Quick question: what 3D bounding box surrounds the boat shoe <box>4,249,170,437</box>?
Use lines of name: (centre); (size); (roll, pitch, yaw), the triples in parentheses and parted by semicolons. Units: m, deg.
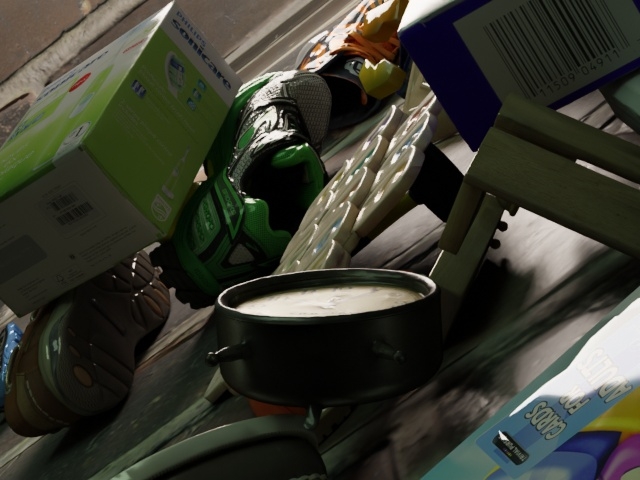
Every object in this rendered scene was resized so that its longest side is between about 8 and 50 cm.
boat shoe: (-0.243, 0.088, 1.349); (0.116, 0.123, 0.324); (-36, 13, 19)

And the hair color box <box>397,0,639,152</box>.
hair color box: (0.177, -0.211, 0.983); (0.185, 0.110, 0.339); (-27, 18, 22)

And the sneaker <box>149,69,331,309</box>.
sneaker: (-0.041, -0.067, 1.353); (0.146, 0.134, 0.344); (-21, 30, 31)

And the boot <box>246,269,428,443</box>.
boot: (0.009, 0.059, 0.880); (0.158, 0.085, 0.059); (-44, 13, -25)

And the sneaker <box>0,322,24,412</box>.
sneaker: (-0.376, 0.153, 1.573); (0.078, 0.067, 0.188); (-32, 17, 3)

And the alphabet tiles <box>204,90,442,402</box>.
alphabet tiles: (0.000, 0.000, 1.052); (0.278, 0.021, 0.284); (-48, 9, 33)

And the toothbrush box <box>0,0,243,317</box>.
toothbrush box: (-0.220, -0.085, 1.326); (0.206, 0.122, 0.283); (-27, 25, 31)

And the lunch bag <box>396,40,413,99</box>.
lunch bag: (0.145, -0.230, 1.435); (0.151, 0.096, 0.129); (-47, 8, 43)

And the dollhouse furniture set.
dollhouse furniture set: (0.142, 0.006, 0.824); (0.144, 0.123, 0.151); (-56, -12, -51)

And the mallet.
mallet: (0.050, -0.004, 1.083); (0.190, 0.062, 0.039); (-47, 5, 38)

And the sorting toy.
sorting toy: (0.126, -0.209, 1.278); (0.307, 0.041, 0.229); (-21, 53, 50)

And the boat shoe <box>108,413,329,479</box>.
boat shoe: (-0.126, 0.209, 0.716); (0.324, 0.117, 0.097); (-29, 53, -11)

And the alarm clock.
alarm clock: (0.010, 0.052, 0.784); (0.129, 0.064, 0.192); (-2, 13, 12)

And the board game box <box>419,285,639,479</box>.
board game box: (0.079, 0.150, 0.428); (0.336, 0.079, 0.254); (-40, 14, -6)

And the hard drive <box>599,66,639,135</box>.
hard drive: (0.285, -0.102, 0.738); (0.203, 0.040, 0.307); (-34, 16, 7)

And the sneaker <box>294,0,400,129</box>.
sneaker: (0.082, -0.236, 1.584); (0.321, 0.124, 0.180); (-44, 15, 27)
